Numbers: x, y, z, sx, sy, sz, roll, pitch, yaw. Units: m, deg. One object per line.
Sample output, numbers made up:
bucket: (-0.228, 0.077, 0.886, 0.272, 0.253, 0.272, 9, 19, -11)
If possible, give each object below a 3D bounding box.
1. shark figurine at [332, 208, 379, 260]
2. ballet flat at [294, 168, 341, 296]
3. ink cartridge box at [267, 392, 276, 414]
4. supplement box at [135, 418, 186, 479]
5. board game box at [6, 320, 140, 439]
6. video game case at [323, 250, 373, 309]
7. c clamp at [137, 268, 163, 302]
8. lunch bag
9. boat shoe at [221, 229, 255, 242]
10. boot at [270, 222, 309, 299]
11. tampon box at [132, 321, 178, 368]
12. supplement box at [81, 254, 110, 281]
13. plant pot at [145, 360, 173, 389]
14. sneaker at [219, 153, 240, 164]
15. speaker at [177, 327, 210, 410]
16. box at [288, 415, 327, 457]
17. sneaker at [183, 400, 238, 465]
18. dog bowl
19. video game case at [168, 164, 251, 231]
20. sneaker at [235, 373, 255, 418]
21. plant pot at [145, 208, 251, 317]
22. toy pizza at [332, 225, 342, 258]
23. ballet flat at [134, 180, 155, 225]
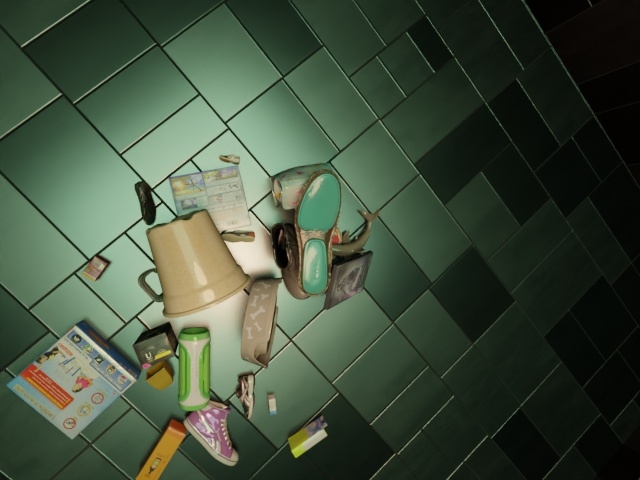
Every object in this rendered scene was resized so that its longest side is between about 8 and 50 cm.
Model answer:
shark figurine: (0.171, 0.002, 1.738, 0.278, 0.116, 0.166, -43, 117, -14)
ballet flat: (-0.022, -0.035, 1.530, 0.164, 0.182, 0.481, 2, 106, -8)
ink cartridge box: (-0.205, 0.683, 1.714, 0.028, 0.048, 0.083, -6, 95, -14)
supplement box: (-0.624, 0.836, 1.603, 0.078, 0.080, 0.233, 34, 83, -13)
board game box: (-0.904, 0.514, 1.512, 0.302, 0.086, 0.308, -43, 101, -8)
video game case: (0.118, 0.158, 1.665, 0.274, 0.026, 0.195, -18, 127, -53)
c clamp: (-0.627, 0.170, 1.601, 0.137, 0.022, 0.160, -44, 103, -3)
lunch bag: (-0.071, -0.215, 1.595, 0.224, 0.262, 0.159, -13, 96, -14)
boat shoe: (-0.334, -0.021, 1.653, 0.137, 0.049, 0.043, 2, 50, -12)
boot: (-0.129, 0.095, 1.607, 0.118, 0.223, 0.337, -17, 94, 6)
tampon box: (-0.618, 0.394, 1.539, 0.121, 0.161, 0.101, -21, 98, -12)
supplement box: (-0.844, 0.105, 1.528, 0.055, 0.043, 0.083, 37, 85, -13)
plant pot: (-0.621, 0.534, 1.589, 0.082, 0.081, 0.083, -35, 110, -10)
sneaker: (-0.366, -0.334, 1.638, 0.084, 0.032, 0.036, 12, 76, -19)
speaker: (-0.494, 0.501, 1.592, 0.132, 0.131, 0.295, 0, 92, -14)
box: (-0.048, 0.831, 1.730, 0.178, 0.109, 0.042, -31, 96, -11)
sneaker: (-0.398, 0.771, 1.646, 0.161, 0.102, 0.282, -42, 101, -12)
dog bowl: (-0.224, 0.306, 1.553, 0.103, 0.349, 0.347, 9, 91, -1)
video game case: (-0.433, -0.153, 1.610, 0.270, 0.061, 0.243, -13, 97, -13)
sneaker: (-0.313, 0.643, 1.685, 0.077, 0.072, 0.178, 1, 84, -2)
plant pot: (-0.461, 0.062, 1.462, 0.334, 0.334, 0.305, -22, 102, -12)
toy pizza: (0.000, 0.000, 1.741, 0.202, 0.032, 0.201, -1, 93, -14)
ballet flat: (-0.675, -0.143, 1.566, 0.058, 0.049, 0.172, -17, 100, -58)
